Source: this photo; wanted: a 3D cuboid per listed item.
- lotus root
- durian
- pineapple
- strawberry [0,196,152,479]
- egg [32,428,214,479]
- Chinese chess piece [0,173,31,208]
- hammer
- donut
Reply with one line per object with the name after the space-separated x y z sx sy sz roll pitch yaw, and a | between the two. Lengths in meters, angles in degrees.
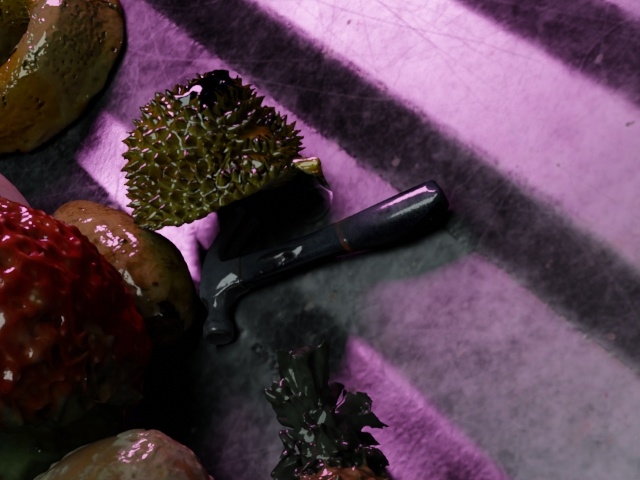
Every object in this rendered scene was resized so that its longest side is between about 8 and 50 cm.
-0.212 0.021 1.572 0.258 0.110 0.097 38 98 43 | lotus root
-0.106 -0.101 1.510 0.237 0.138 0.193 -4 17 31 | durian
0.009 0.205 1.282 0.128 0.128 0.248 -31 46 20 | pineapple
-0.322 0.061 1.422 0.267 0.312 0.351 -21 52 -18 | strawberry
-0.187 0.279 1.334 0.233 0.195 0.195 -57 42 19 | egg
-0.470 0.053 1.655 0.338 0.140 0.338 -2 70 7 | Chinese chess piece
0.000 0.000 1.470 0.289 0.037 0.137 -22 54 28 | hammer
-0.384 -0.240 1.877 0.272 0.107 0.272 -21 52 30 | donut
